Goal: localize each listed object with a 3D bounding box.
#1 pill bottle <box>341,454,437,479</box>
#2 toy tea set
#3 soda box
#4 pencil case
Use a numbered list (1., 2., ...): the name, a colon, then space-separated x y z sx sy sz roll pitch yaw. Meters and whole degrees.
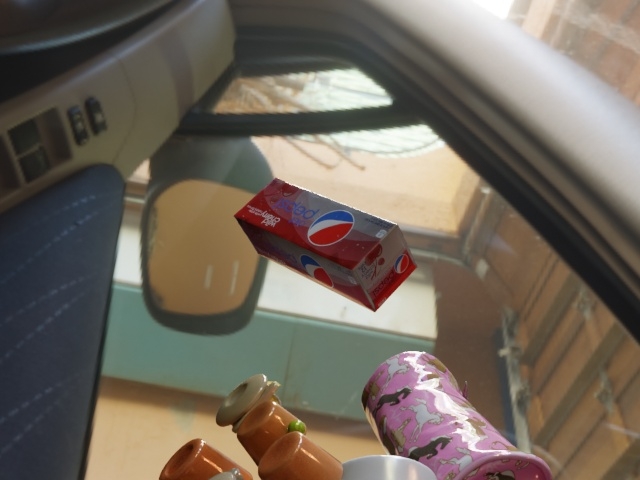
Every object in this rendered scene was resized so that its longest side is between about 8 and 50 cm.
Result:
1. pill bottle: 0.069 0.398 0.820 0.176 0.176 0.318 106 -9 -46
2. toy tea set: -0.070 0.281 0.900 0.200 0.124 0.336 -45 -166 -11
3. soda box: 0.000 0.000 1.066 0.092 0.263 0.083 -45 129 -19
4. pencil case: 0.184 0.292 1.130 0.167 0.160 0.386 -36 -164 -2
